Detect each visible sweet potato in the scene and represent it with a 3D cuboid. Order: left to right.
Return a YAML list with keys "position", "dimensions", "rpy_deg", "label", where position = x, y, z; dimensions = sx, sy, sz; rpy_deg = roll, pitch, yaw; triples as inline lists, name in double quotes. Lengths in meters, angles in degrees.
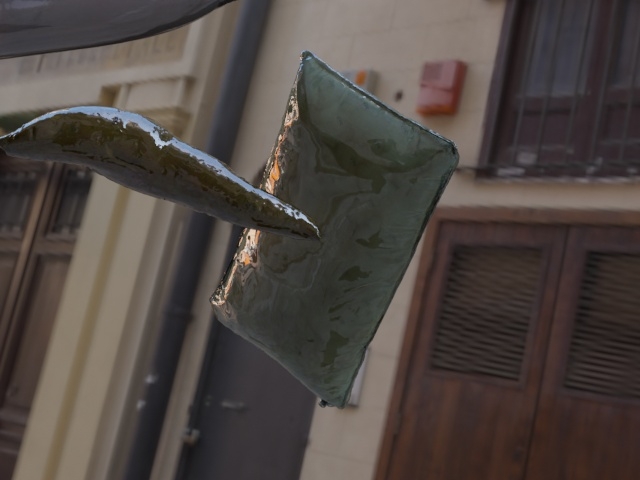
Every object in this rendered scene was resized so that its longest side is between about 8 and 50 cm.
- position: [-0.114, -0.055, 0.789]
  dimensions: [0.250, 0.059, 0.069]
  rpy_deg: [20, 24, -2]
  label: "sweet potato"

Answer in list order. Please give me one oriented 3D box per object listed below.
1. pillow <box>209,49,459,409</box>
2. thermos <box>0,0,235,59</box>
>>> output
- position: [0.000, 0.000, 0.969]
  dimensions: [0.185, 0.302, 0.075]
  rpy_deg: [35, 29, 25]
  label: "pillow"
- position: [-0.116, -0.166, 0.600]
  dimensions: [0.193, 0.105, 0.137]
  rpy_deg: [-12, 18, -24]
  label: "thermos"
